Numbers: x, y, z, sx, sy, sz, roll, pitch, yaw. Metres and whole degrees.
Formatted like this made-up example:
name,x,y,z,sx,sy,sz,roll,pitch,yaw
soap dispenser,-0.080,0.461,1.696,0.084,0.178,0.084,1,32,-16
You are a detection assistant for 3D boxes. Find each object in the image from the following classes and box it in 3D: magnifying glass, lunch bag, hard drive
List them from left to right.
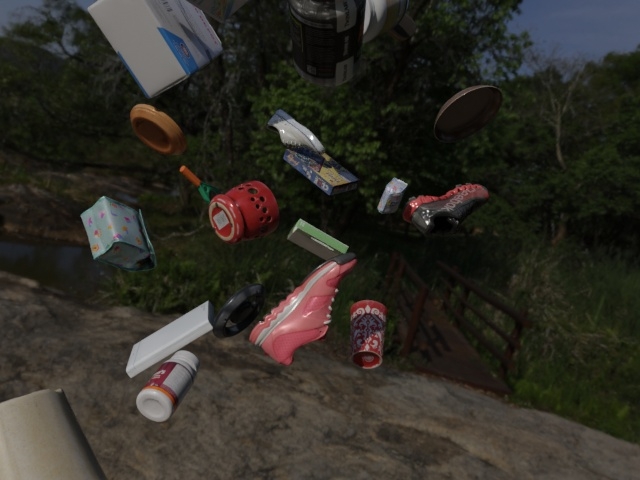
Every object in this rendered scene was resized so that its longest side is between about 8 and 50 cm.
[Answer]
name,x,y,z,sx,sy,sz,roll,pitch,yaw
lunch bag,-0.729,-0.014,1.955,0.262,0.160,0.223,31,26,-58
hard drive,-0.579,0.378,2.036,0.047,0.353,0.233,61,-3,-18
magnifying glass,-0.444,-0.197,1.969,0.026,0.092,0.231,-16,-44,26
lunch bag,0.186,-0.112,1.357,0.053,0.071,0.083,31,39,15

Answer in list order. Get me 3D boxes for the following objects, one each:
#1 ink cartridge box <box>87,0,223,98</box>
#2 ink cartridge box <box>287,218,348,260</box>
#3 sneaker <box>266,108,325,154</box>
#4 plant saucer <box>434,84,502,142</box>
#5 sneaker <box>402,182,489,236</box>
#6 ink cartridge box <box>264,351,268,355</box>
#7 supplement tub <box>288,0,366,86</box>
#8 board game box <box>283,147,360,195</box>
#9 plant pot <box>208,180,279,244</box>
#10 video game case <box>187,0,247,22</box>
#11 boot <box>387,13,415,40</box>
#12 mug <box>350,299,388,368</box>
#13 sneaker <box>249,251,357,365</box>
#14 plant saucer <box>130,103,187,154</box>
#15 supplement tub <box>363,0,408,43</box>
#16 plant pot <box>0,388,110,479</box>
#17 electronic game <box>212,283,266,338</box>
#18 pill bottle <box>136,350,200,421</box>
name,x,y,z,sx,sy,sz,roll,pitch,yaw
ink cartridge box,-0.482,-0.641,1.606,0.285,0.166,0.395,59,19,-23
ink cartridge box,0.000,0.000,1.513,0.171,0.056,0.235,29,-13,-6
sneaker,-0.090,-0.368,1.871,0.258,0.091,0.094,41,-3,27
plant saucer,0.604,-0.533,2.168,0.310,0.310,0.050,11,47,-49
sneaker,0.375,-0.080,1.472,0.276,0.098,0.135,-15,48,-19
ink cartridge box,-0.200,0.381,1.977,0.062,0.115,0.029,-5,-7,38
supplement tub,0.018,-0.603,1.420,0.207,0.207,0.338,18,-21,8
board game box,0.004,-0.260,1.896,0.243,0.042,0.165,41,35,24
plant pot,-0.257,-0.084,1.720,0.191,0.191,0.174,22,36,37
video game case,-0.272,-0.790,1.507,0.036,0.300,0.329,61,20,9
boot,0.226,-0.883,2.000,0.305,0.112,0.115,43,-2,-12
mug,0.144,0.283,1.501,0.113,0.169,0.150,-17,-52,22
sneaker,-0.013,0.160,1.212,0.136,0.314,0.116,47,0,5
plant saucer,-0.514,-0.338,1.637,0.200,0.037,0.200,22,-29,13
supplement tub,0.141,-0.786,1.739,0.228,0.228,0.316,20,38,20
plant pot,-0.632,0.508,1.135,0.334,0.333,0.306,5,56,-65
electronic game,-0.270,0.238,1.752,0.048,0.229,0.229,38,14,22
pill bottle,-0.474,0.454,1.650,0.121,0.121,0.221,18,27,5
